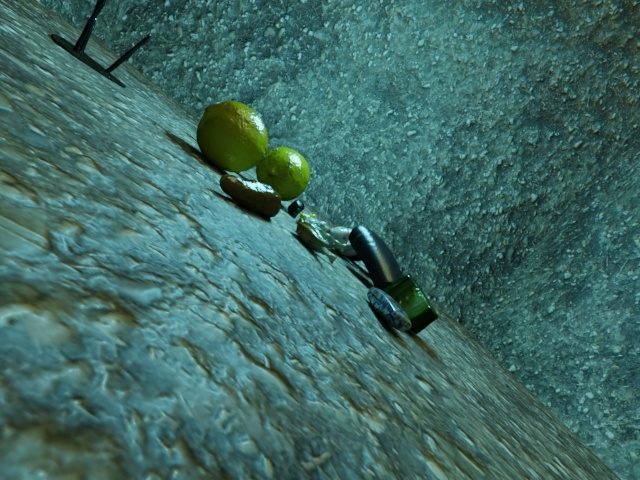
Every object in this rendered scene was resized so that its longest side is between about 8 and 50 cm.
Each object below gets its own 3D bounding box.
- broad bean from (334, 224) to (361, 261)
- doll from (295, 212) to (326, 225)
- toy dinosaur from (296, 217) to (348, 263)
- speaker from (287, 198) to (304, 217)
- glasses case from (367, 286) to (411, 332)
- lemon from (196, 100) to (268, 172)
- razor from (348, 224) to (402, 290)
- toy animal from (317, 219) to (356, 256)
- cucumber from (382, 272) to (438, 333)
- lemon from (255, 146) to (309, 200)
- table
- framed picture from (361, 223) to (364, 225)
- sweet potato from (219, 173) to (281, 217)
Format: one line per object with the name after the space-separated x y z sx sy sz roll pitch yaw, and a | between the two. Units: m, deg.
0.145 0.012 2.176 0.228 0.122 0.156 43 6 25 | broad bean
-0.056 -0.081 1.942 0.135 0.071 0.113 0 12 -43 | doll
0.000 0.000 1.534 0.205 0.092 0.393 38 7 -7 | toy dinosaur
-0.112 -0.142 2.044 0.060 0.075 0.094 24 38 -40 | speaker
0.201 0.203 1.306 0.087 0.065 0.248 44 2 -13 | glasses case
-0.344 -0.403 1.695 0.293 0.293 0.293 38 6 -5 | lemon
0.246 0.093 1.799 0.204 0.113 0.349 28 28 -46 | razor
0.101 -0.011 1.957 0.282 0.138 0.140 37 28 -60 | toy animal
0.305 0.221 1.476 0.191 0.130 0.191 49 9 -10 | cucumber
-0.178 -0.316 2.086 0.258 0.258 0.310 40 5 13 | lemon
-0.873 -0.827 1.773 0.317 0.249 0.317 38 6 -5 | table
0.253 0.069 2.108 0.192 0.018 0.265 -95 164 -64 | framed picture
-0.192 -0.137 1.362 0.106 0.095 0.354 -2 -11 17 | sweet potato
